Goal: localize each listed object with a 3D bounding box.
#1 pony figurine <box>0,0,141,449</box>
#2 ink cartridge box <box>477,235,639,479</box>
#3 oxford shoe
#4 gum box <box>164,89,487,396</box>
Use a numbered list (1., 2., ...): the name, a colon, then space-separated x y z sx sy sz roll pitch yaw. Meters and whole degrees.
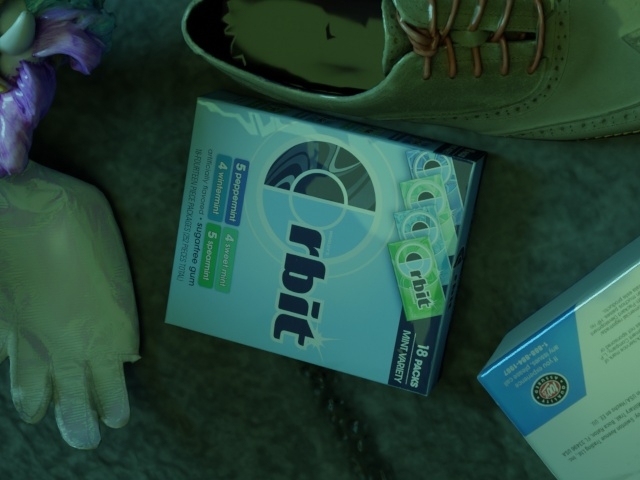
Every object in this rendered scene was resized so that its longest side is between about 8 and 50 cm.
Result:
1. pony figurine: -0.282 -0.039 0.869 0.363 0.303 0.351 5 96 33
2. ink cartridge box: 0.217 0.107 0.806 0.148 0.086 0.203 -39 89 23
3. oxford shoe: 0.089 -0.108 0.774 0.348 0.130 0.123 2 103 19
4. gum box: 0.000 0.000 0.879 0.184 0.041 0.157 15 107 14
